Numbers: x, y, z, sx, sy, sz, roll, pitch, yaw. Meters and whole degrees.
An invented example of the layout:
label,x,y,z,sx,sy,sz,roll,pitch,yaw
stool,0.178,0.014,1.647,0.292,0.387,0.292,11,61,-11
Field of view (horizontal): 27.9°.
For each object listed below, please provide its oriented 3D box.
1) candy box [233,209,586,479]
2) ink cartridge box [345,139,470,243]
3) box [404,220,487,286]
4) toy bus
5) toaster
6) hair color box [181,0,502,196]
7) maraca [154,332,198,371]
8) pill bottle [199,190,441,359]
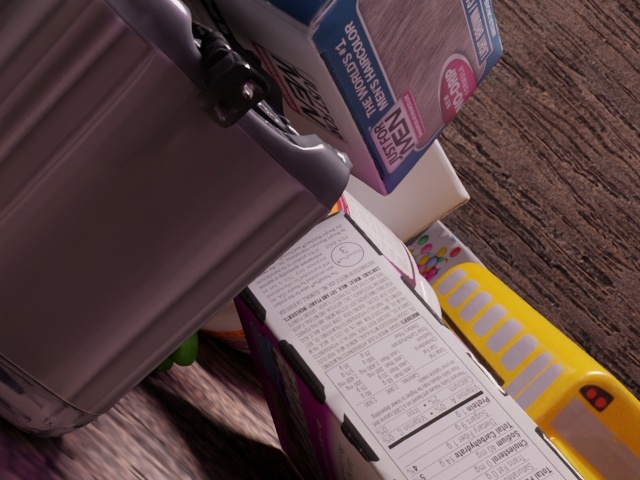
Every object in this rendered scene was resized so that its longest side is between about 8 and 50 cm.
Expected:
label,x,y,z,sx,sy,sz,roll,pitch,yaw
candy box,0.053,0.117,0.588,0.233,0.071,0.159,51,-17,38
ink cartridge box,-0.072,-0.179,0.967,0.385,0.160,0.279,61,6,34
box,0.058,0.032,1.176,0.038,0.145,0.186,52,7,33
toy bus,0.133,0.125,0.861,0.108,0.130,0.333,44,2,-17
toaster,-0.087,-0.028,0.483,0.129,0.146,0.227,42,5,-26
hair color box,-0.081,-0.180,0.655,0.347,0.105,0.174,36,-8,24
maraca,-0.087,-0.019,0.646,0.099,0.127,0.186,-3,41,-24
pill bottle,-0.007,0.027,0.825,0.121,0.121,0.221,49,6,33
